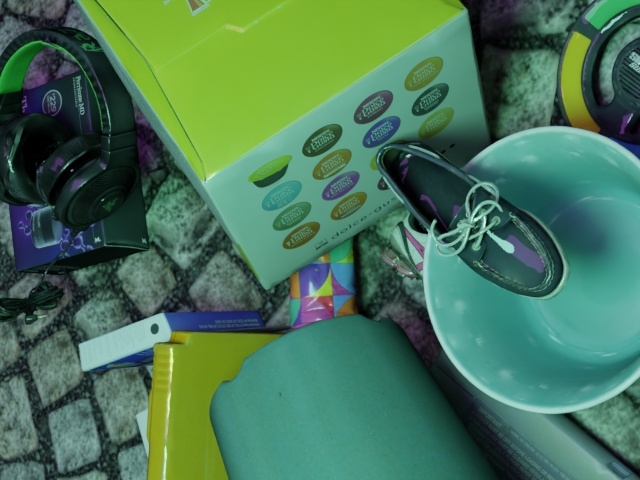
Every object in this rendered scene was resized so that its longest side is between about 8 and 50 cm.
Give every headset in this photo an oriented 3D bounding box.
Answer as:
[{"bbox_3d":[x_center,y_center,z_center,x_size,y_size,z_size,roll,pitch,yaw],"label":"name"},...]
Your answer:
[{"bbox_3d":[-0.372,-0.086,2.022,0.243,0.185,0.394,21,116,35],"label":"headset"}]

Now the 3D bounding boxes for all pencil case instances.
[{"bbox_3d":[0.000,0.000,1.935,0.104,0.104,0.236,-8,80,34],"label":"pencil case"}]

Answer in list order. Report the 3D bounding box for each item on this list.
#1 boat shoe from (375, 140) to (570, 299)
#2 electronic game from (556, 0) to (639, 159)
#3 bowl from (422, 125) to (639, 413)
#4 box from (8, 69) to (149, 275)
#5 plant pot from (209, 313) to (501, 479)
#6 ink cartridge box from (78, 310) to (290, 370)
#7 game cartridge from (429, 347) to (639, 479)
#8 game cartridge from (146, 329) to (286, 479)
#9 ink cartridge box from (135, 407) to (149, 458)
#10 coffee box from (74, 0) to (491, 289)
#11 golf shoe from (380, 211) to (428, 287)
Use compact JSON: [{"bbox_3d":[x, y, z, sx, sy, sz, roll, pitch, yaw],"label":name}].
[{"bbox_3d":[0.161,-0.026,1.635,0.254,0.079,0.095,47,108,28],"label":"boat shoe"},{"bbox_3d":[0.374,-0.189,1.715,0.229,0.048,0.229,-4,84,35],"label":"electronic game"},{"bbox_3d":[0.288,0.034,1.688,0.312,0.163,0.311,-3,86,35],"label":"bowl"},{"bbox_3d":[-0.361,-0.096,2.191,0.184,0.103,0.261,-15,78,31],"label":"box"},{"bbox_3d":[0.047,0.285,1.688,0.341,0.341,0.334,-42,57,25],"label":"plant pot"},{"bbox_3d":[-0.174,0.123,1.978,0.208,0.206,0.045,-18,79,32],"label":"ink cartridge box"},{"bbox_3d":[0.233,0.303,1.771,0.355,0.068,0.230,41,105,30],"label":"game cartridge"},{"bbox_3d":[-0.094,0.274,1.863,0.053,0.285,0.323,-1,85,47],"label":"game cartridge"},{"bbox_3d":[-0.141,0.304,1.975,0.086,0.148,0.203,-29,69,32],"label":"ink cartridge box"},{"bbox_3d":[-0.043,-0.209,1.761,0.338,0.334,0.338,-33,66,-4],"label":"coffee box"},{"bbox_3d":[0.156,0.029,1.838,0.186,0.067,0.086,34,104,32],"label":"golf shoe"}]
